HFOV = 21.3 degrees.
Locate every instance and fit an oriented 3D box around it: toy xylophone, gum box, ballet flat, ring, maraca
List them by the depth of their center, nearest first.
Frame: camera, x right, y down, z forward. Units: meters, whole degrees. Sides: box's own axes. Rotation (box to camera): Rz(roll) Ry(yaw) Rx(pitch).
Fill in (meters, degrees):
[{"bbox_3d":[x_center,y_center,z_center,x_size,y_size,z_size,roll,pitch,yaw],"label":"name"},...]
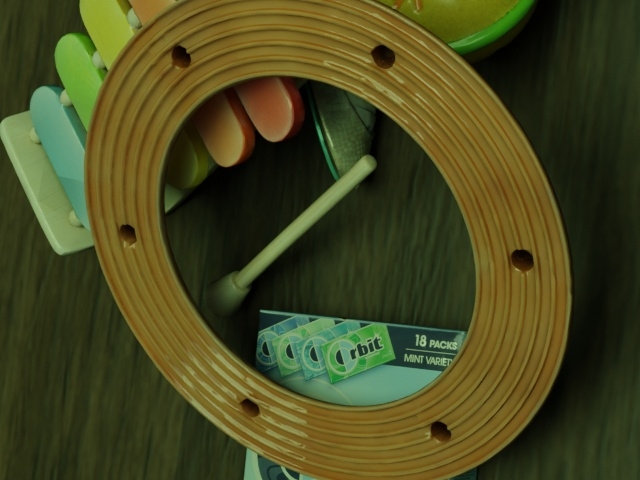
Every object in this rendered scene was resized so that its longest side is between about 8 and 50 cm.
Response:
[{"bbox_3d":[0.000,0.000,1.035,0.337,0.032,0.336,13,119,25],"label":"ring"},{"bbox_3d":[0.061,-0.170,1.087,0.186,0.099,0.127,23,64,39],"label":"maraca"},{"bbox_3d":[0.025,0.144,1.118,0.157,0.041,0.184,5,88,31],"label":"gum box"},{"bbox_3d":[-0.087,-0.089,1.137,0.236,0.081,0.322,57,134,19],"label":"toy xylophone"},{"bbox_3d":[0.012,-0.119,1.141,0.052,0.057,0.168,-22,76,16],"label":"ballet flat"}]
